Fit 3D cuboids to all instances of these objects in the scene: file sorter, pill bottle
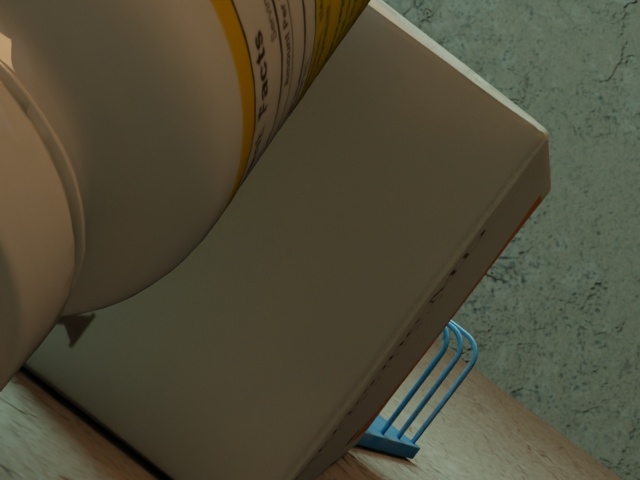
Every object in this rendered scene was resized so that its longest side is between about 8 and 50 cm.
[{"bbox_3d":[0.027,0.076,1.368,0.118,0.104,0.170,37,4,22],"label":"file sorter"},{"bbox_3d":[-0.087,-0.095,0.653,0.188,0.188,0.334,36,44,-4],"label":"pill bottle"}]

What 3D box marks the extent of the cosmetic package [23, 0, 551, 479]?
[{"bbox_3d":[0.000,0.000,1.048,0.161,0.230,0.453,38,4,7],"label":"cosmetic package"}]
